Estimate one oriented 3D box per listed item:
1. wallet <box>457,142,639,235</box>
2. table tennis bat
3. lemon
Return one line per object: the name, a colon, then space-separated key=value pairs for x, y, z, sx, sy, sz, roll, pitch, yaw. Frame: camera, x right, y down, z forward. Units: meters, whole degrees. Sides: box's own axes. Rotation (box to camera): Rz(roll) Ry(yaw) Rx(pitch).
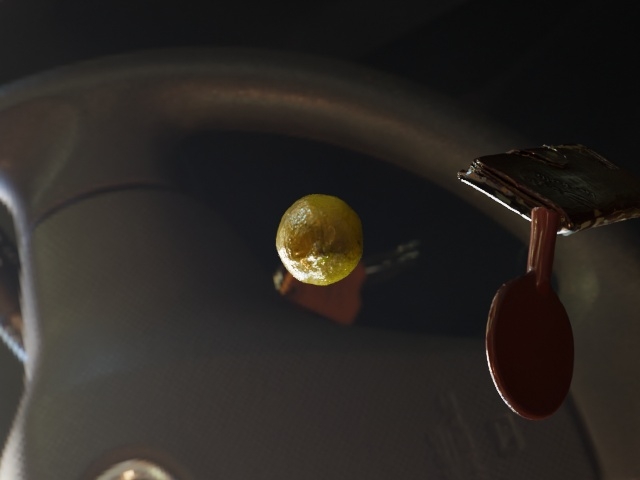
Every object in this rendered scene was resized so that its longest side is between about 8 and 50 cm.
wallet: x=0.237 y=-0.055 z=1.129 sx=0.122 sy=0.232 sz=0.031 roll=37 pitch=119 yaw=27
table tennis bat: x=0.152 y=0.049 z=0.834 sx=0.019 sy=0.098 sz=0.154 roll=-12 pitch=60 yaw=45
lemon: x=0.000 y=0.000 z=1.079 sx=0.110 sy=0.082 sz=0.082 roll=-113 pitch=23 yaw=-71
